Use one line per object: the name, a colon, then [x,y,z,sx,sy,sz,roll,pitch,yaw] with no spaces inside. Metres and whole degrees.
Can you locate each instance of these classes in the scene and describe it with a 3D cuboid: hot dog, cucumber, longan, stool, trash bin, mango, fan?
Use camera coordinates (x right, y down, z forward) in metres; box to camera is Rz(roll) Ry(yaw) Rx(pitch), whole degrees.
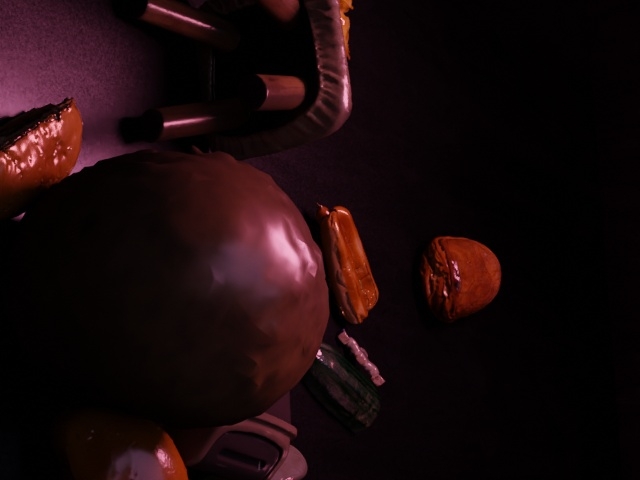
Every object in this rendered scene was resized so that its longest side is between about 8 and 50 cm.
hot dog: [0.048,0.045,2.371,0.109,0.072,0.269,-46,124,-52]
cucumber: [0.033,0.265,2.302,0.244,0.063,0.115,42,47,-41]
longan: [-0.202,0.057,1.643,0.436,0.404,0.404,25,57,-21]
hot dog: [0.316,0.083,2.737,0.272,0.122,0.196,-9,90,-62]
stool: [-0.136,-0.305,1.978,0.226,0.310,0.310,4,75,-56]
trash bin: [-0.150,0.234,1.921,0.209,0.182,0.290,28,53,-44]
mango: [-0.288,0.326,1.715,0.236,0.136,0.166,47,55,-22]
fan: [0.000,0.000,2.376,0.133,0.005,0.085,-47,121,-51]

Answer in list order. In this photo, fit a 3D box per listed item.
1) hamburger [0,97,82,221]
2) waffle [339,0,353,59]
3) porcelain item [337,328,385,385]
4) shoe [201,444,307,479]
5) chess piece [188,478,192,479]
hamburger: [-0.418,-0.104,1.652,0.262,0.124,0.131,-43,117,-52]
waffle: [-0.046,-0.493,2.374,0.382,0.095,0.380,-4,85,-60]
porcelain item: [0.083,0.229,2.403,0.136,0.021,0.075,52,10,-2]
shoe: [-0.125,0.426,1.991,0.251,0.103,0.100,-25,146,-44]
chess piece: [-0.242,0.422,1.835,0.172,0.060,0.060,-48,120,-54]
